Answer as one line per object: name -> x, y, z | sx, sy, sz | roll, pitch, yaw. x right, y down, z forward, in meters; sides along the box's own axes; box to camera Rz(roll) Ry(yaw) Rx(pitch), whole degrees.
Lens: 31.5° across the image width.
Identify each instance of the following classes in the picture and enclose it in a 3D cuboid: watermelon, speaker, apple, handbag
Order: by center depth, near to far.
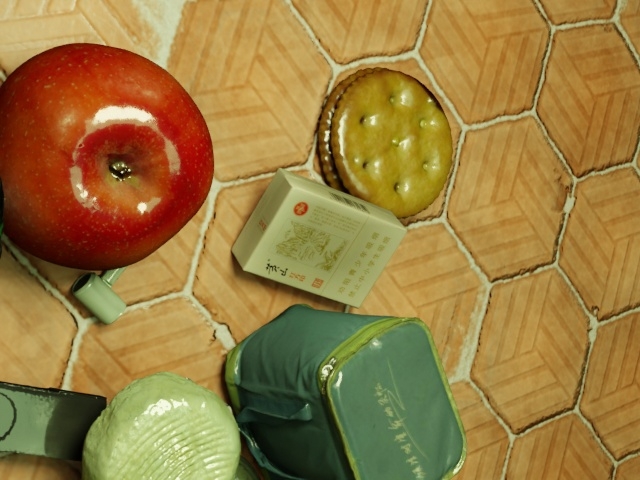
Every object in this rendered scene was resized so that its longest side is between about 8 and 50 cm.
apple -> -0.248, -0.090, 1.283 | 0.260, 0.216, 0.260 | -5, 102, -27
speaker -> -0.362, 0.205, 1.327 | 0.218, 0.044, 0.082 | 17, 82, -33
handbag -> 0.030, 0.215, 1.475 | 0.222, 0.241, 0.263 | -29, 110, -35
watermelon -> -0.113, 0.325, 1.481 | 0.078, 0.078, 0.111 | -45, 118, -25

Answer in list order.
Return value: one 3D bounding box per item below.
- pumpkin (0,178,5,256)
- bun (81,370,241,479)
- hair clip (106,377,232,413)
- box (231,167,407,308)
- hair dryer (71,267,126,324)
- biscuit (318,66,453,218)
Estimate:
pumpkin -> -0.474, -0.017, 1.137 | 0.315, 0.238, 0.315 | 0, 92, -15
bun -> -0.196, 0.254, 1.356 | 0.195, 0.118, 0.195 | -7, 104, -31
hair clip -> -0.195, 0.240, 1.443 | 0.172, 0.049, 0.116 | -13, 94, -31
box -> 0.000, 0.000, 1.526 | 0.201, 0.058, 0.141 | 18, 112, -33
hair dryer -> -0.250, 0.039, 1.410 | 0.063, 0.038, 0.124 | 49, 58, -27
biscuit -> 0.094, -0.139, 1.617 | 0.220, 0.066, 0.220 | -1, 92, -35
